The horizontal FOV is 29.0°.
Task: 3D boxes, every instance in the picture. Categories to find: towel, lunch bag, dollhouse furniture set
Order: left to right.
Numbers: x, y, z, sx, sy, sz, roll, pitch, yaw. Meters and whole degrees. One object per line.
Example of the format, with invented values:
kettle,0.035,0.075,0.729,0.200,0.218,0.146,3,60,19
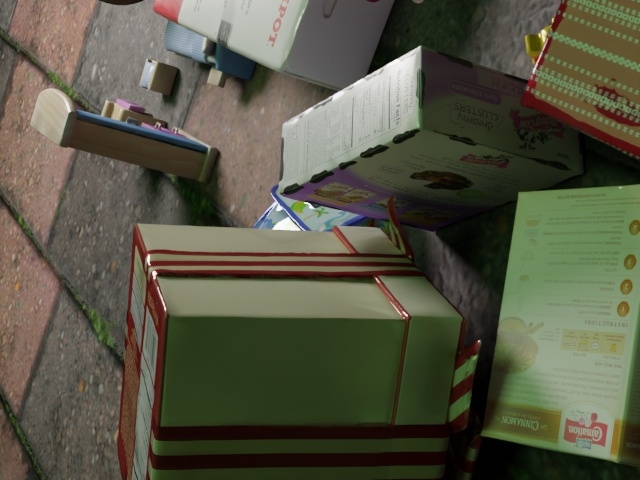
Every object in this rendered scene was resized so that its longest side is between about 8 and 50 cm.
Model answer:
dollhouse furniture set,-0.227,-0.261,1.574,0.286,0.198,0.303,30,103,58
lunch bag,0.000,0.000,1.204,0.151,0.096,0.129,-51,34,6
towel,0.261,-0.183,0.834,0.199,0.031,0.275,33,109,37

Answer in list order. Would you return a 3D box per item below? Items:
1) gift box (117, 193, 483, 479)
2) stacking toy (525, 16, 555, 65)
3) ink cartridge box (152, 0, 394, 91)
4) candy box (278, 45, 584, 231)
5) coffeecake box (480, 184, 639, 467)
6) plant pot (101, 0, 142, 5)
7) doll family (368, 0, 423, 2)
gift box,-0.016,0.108,0.986,0.255,0.258,0.276,-121,37,-63
stacking toy,0.236,-0.250,0.956,0.221,0.052,0.167,-30,55,48
ink cartridge box,-0.041,-0.291,1.320,0.273,0.114,0.197,33,107,48
candy box,0.087,-0.075,1.011,0.196,0.165,0.070,-22,61,53
coffeecake box,0.195,0.059,0.873,0.142,0.068,0.185,-1,77,59
plant pot,-0.225,-0.473,1.640,0.229,0.263,0.263,-19,61,36
doll family,0.131,-0.260,0.945,0.263,0.118,0.163,-50,6,21
